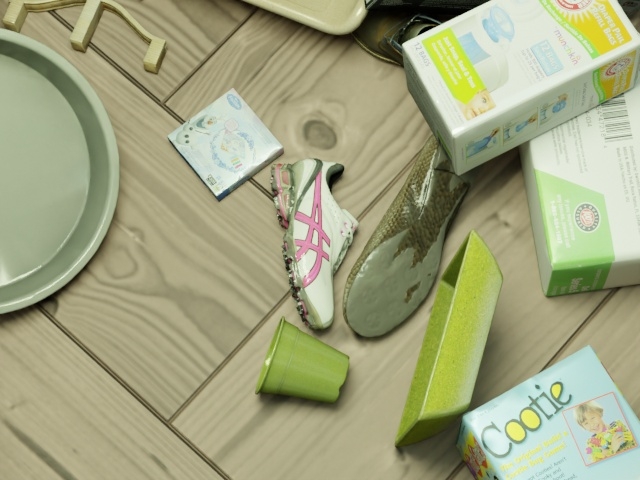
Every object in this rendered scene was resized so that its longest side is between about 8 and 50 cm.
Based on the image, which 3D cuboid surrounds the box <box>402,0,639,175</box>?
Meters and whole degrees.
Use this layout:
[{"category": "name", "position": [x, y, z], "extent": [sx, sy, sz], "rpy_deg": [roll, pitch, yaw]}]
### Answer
[{"category": "box", "position": [0.195, -0.169, 1.482], "extent": [0.203, 0.103, 0.114], "rpy_deg": [-26, 70, -3]}]

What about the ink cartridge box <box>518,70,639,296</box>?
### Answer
[{"category": "ink cartridge box", "position": [0.349, -0.066, 1.550], "extent": [0.273, 0.115, 0.198], "rpy_deg": [-7, 72, 2]}]

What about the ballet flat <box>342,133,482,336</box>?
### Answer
[{"category": "ballet flat", "position": [0.092, -0.013, 1.583], "extent": [0.084, 0.058, 0.249], "rpy_deg": [32, 79, -24]}]

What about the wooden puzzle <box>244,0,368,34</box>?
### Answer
[{"category": "wooden puzzle", "position": [-0.051, -0.397, 1.694], "extent": [0.348, 0.080, 0.322], "rpy_deg": [21, 69, 14]}]

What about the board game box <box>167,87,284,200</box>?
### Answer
[{"category": "board game box", "position": [-0.101, -0.103, 1.635], "extent": [0.090, 0.020, 0.090], "rpy_deg": [-37, 74, -8]}]

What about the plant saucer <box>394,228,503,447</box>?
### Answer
[{"category": "plant saucer", "position": [0.127, 0.104, 1.471], "extent": [0.045, 0.188, 0.188], "rpy_deg": [17, 74, 1]}]

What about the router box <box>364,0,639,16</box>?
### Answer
[{"category": "router box", "position": [0.187, -0.359, 1.604], "extent": [0.309, 0.081, 0.242], "rpy_deg": [-1, 76, -23]}]

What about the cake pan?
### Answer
[{"category": "cake pan", "position": [-0.353, -0.070, 1.557], "extent": [0.293, 0.054, 0.293], "rpy_deg": [-1, 93, -20]}]

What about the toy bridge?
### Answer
[{"category": "toy bridge", "position": [-0.257, -0.240, 1.685], "extent": [0.188, 0.026, 0.063], "rpy_deg": [17, 71, 8]}]

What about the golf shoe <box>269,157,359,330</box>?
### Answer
[{"category": "golf shoe", "position": [0.000, 0.000, 1.572], "extent": [0.086, 0.067, 0.186], "rpy_deg": [-9, 72, -2]}]

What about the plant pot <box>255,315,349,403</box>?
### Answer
[{"category": "plant pot", "position": [-0.015, 0.128, 1.532], "extent": [0.079, 0.083, 0.083], "rpy_deg": [20, 74, -5]}]

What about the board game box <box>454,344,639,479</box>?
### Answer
[{"category": "board game box", "position": [0.258, 0.262, 1.434], "extent": [0.144, 0.142, 0.275], "rpy_deg": [-28, 73, -7]}]

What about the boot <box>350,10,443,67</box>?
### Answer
[{"category": "boot", "position": [0.095, -0.226, 1.620], "extent": [0.219, 0.106, 0.082], "rpy_deg": [43, 80, 14]}]
